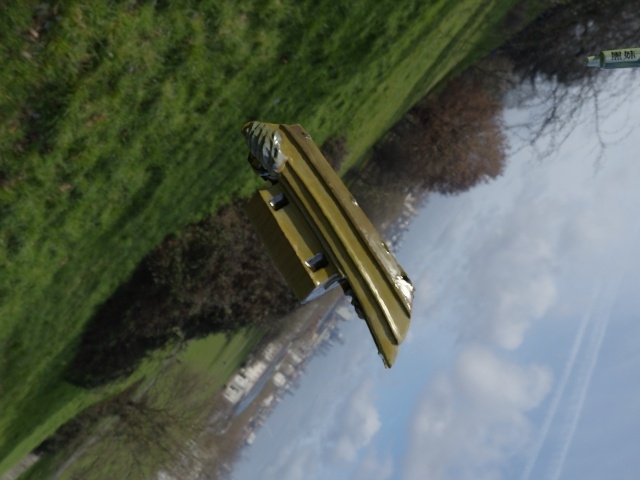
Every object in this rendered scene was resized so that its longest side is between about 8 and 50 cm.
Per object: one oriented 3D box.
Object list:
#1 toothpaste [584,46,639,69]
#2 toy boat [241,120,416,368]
[{"bbox_3d":[0.574,-0.325,1.034,0.031,0.204,0.049,-35,122,-83],"label":"toothpaste"},{"bbox_3d":[0.000,0.000,0.929,0.162,0.446,0.136,-33,167,-7],"label":"toy boat"}]
